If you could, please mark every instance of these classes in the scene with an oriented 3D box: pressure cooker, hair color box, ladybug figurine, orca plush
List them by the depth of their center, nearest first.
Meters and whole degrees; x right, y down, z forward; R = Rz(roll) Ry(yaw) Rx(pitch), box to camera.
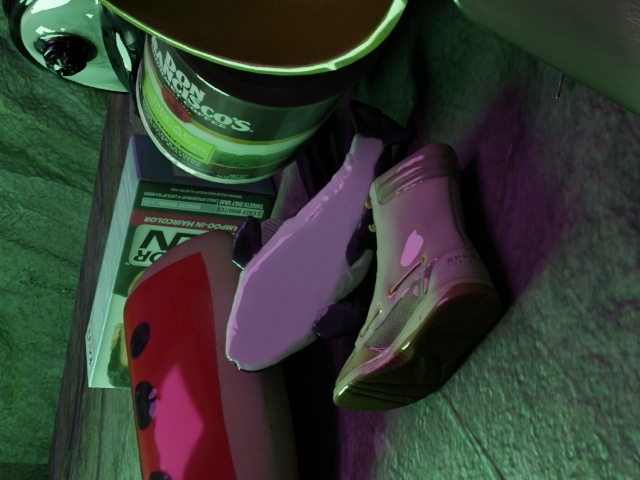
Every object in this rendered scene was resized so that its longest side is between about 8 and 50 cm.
[{"bbox_3d":[0.000,0.000,1.064,0.102,0.151,0.287,-5,-68,-73],"label":"orca plush"},{"bbox_3d":[-0.133,0.186,1.214,0.305,0.162,0.449,97,162,-45],"label":"ladybug figurine"},{"bbox_3d":[-0.231,-0.374,1.390,0.375,0.370,0.420,-19,65,37],"label":"pressure cooker"},{"bbox_3d":[-0.206,0.043,1.489,0.114,0.185,0.374,-109,31,-48],"label":"hair color box"}]

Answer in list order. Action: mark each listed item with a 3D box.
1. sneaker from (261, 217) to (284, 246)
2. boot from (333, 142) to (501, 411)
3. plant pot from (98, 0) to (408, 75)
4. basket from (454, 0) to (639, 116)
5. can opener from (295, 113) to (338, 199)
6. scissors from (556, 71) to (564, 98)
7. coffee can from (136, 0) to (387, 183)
[{"bbox_3d":[-0.047,0.047,1.258,0.070,0.051,0.134,103,157,-59],"label":"sneaker"},{"bbox_3d":[0.067,0.037,0.898,0.213,0.077,0.165,126,144,-46],"label":"boot"},{"bbox_3d":[-0.025,-0.370,0.741,0.353,0.366,0.366,-59,9,-25],"label":"plant pot"},{"bbox_3d":[0.175,-0.153,0.559,0.227,0.154,0.204,-117,27,-50],"label":"basket"},{"bbox_3d":[-0.007,-0.086,1.172,0.059,0.073,0.186,-50,47,44],"label":"can opener"},{"bbox_3d":[0.186,-0.255,0.749,0.109,0.021,0.297,-135,53,-62],"label":"scissors"},{"bbox_3d":[-0.065,-0.181,0.999,0.275,0.201,0.202,140,134,-74],"label":"coffee can"}]
